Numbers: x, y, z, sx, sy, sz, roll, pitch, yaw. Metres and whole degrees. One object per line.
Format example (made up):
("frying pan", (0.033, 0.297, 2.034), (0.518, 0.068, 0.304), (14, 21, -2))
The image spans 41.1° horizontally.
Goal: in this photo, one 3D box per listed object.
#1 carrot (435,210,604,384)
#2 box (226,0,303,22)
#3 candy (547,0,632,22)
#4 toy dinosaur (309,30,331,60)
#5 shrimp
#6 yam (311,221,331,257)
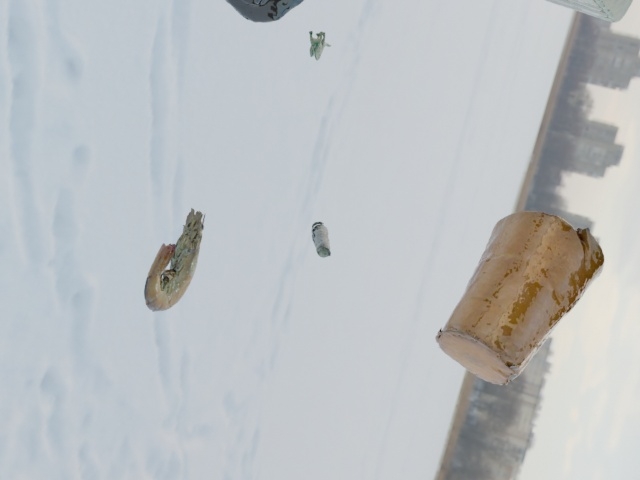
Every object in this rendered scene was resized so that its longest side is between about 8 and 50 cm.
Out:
("carrot", (0.314, 0.101, 1.345), (0.254, 0.195, 0.196), (-56, 161, -26))
("box", (-0.079, -0.463, 1.008), (0.359, 0.350, 0.091), (-31, -152, 40))
("candy", (0.362, -0.480, 1.316), (0.358, 0.208, 0.145), (13, 108, -53))
("toy dinosaur", (-0.003, -0.418, 1.842), (0.119, 0.029, 0.061), (-21, 117, -73))
("shrimp", (-0.321, 0.046, 1.890), (0.249, 0.068, 0.150), (-67, 160, 2))
("yam", (0.000, 0.000, 1.383), (0.027, 0.033, 0.129), (-41, -167, 9))
